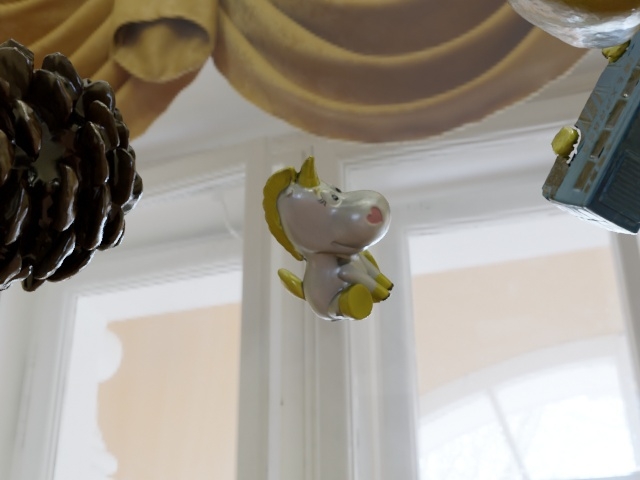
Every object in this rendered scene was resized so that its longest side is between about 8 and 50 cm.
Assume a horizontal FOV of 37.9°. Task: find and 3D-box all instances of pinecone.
[{"bbox_3d":[-0.232,-0.044,0.655,0.204,0.179,0.184,-22,-13,-44],"label":"pinecone"}]

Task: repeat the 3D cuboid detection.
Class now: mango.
[{"bbox_3d":[0.297,-0.308,1.091,0.195,0.142,0.331,26,16,11],"label":"mango"}]

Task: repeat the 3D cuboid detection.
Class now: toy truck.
[{"bbox_3d":[0.532,-0.207,1.566,0.161,0.385,0.162,25,4,-25],"label":"toy truck"}]

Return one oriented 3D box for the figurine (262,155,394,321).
[{"bbox_3d":[0.007,-0.002,0.944,0.129,0.109,0.178,5,-57,17],"label":"figurine"}]
